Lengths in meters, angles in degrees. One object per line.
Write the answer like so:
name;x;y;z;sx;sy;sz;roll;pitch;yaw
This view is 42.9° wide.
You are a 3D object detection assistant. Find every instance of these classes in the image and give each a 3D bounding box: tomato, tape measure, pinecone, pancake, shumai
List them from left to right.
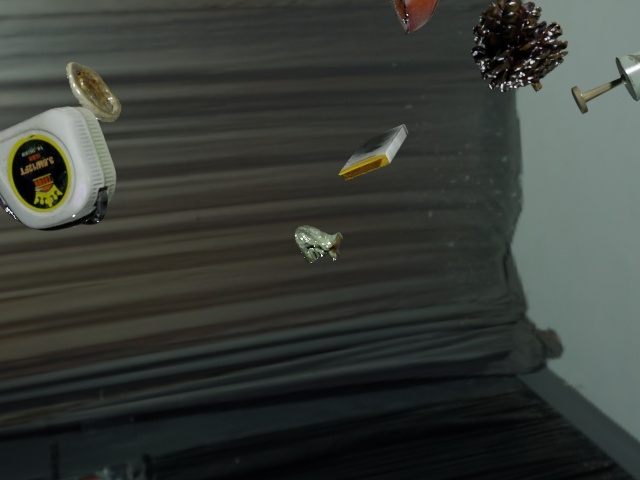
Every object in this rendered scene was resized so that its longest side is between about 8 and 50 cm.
tape measure;-0.540;-0.124;1.618;0.133;0.270;0.232;-30;-77;-68
pancake;-0.476;-0.312;1.703;0.025;0.151;0.152;-35;52;20
shumai;0.000;0.000;1.523;0.083;0.080;0.082;52;-164;-56
tomato;0.194;-0.556;1.711;0.199;0.112;0.228;69;-175;-47
pinecone;0.508;-0.506;2.144;0.257;0.243;0.244;42;144;23

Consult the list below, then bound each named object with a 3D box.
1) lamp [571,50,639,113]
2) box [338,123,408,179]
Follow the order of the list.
lamp;0.728;-0.384;1.986;0.121;0.214;0.121;58;-165;-26
box;0.134;-0.217;2.036;0.033;0.129;0.247;62;-152;-17
